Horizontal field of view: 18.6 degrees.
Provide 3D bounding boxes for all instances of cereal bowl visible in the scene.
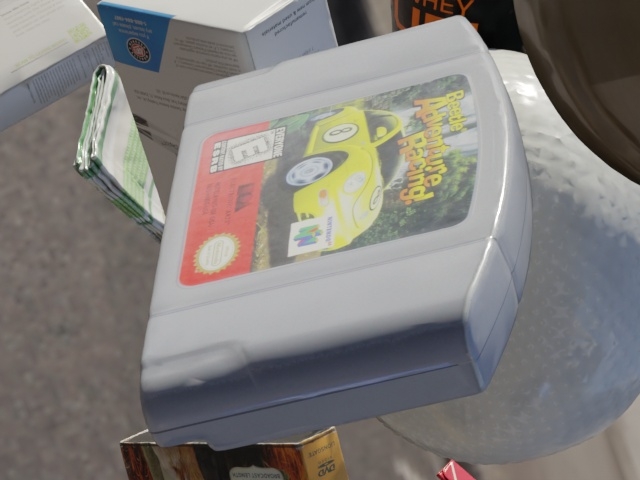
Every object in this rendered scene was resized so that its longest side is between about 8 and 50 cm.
[{"bbox_3d":[0.101,0.024,1.545,0.141,0.339,0.339,-17,85,-42],"label":"cereal bowl"}]

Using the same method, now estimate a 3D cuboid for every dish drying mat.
[{"bbox_3d":[0.158,0.259,2.003,0.083,0.008,0.032,40,39,12],"label":"dish drying mat"}]

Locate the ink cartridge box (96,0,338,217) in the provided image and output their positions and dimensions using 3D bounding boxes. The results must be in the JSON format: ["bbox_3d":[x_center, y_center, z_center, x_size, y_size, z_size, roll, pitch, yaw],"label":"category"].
[{"bbox_3d":[-0.051,-0.080,1.284,0.082,0.139,0.191,-40,129,-33],"label":"ink cartridge box"}]

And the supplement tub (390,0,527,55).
[{"bbox_3d":[0.163,-0.232,1.725,0.207,0.207,0.338,-90,175,-57],"label":"supplement tub"}]

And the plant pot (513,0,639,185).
[{"bbox_3d":[0.291,-0.153,1.053,0.280,0.323,0.323,-131,-164,-77],"label":"plant pot"}]

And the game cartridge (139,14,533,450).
[{"bbox_3d":[0.014,-0.016,1.043,0.294,0.196,0.060,-87,162,-53],"label":"game cartridge"}]

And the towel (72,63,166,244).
[{"bbox_3d":[-0.132,-0.058,1.561,0.152,0.023,0.113,42,40,-37],"label":"towel"}]

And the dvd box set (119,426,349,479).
[{"bbox_3d":[-0.056,0.405,2.098,0.062,0.307,0.420,-20,101,-42],"label":"dvd box set"}]

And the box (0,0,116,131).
[{"bbox_3d":[-0.379,-0.233,1.962,0.322,0.232,0.058,52,-16,30],"label":"box"}]
